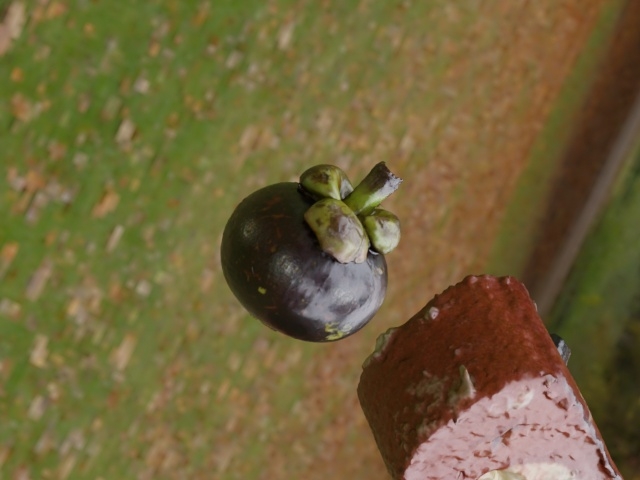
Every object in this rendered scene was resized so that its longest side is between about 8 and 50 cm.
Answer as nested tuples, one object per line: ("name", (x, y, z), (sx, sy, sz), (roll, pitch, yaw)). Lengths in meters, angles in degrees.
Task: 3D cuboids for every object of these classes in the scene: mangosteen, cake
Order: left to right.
("mangosteen", (0.000, 0.000, 1.971), (0.217, 0.192, 0.192), (-54, 173, 13))
("cake", (0.147, 0.167, 1.612), (0.177, 0.151, 0.283), (-28, 138, 6))

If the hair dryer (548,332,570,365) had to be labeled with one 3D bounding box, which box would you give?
("hair dryer", (0.133, 0.271, 1.992), (0.359, 0.120, 0.303), (-46, -167, 43))
